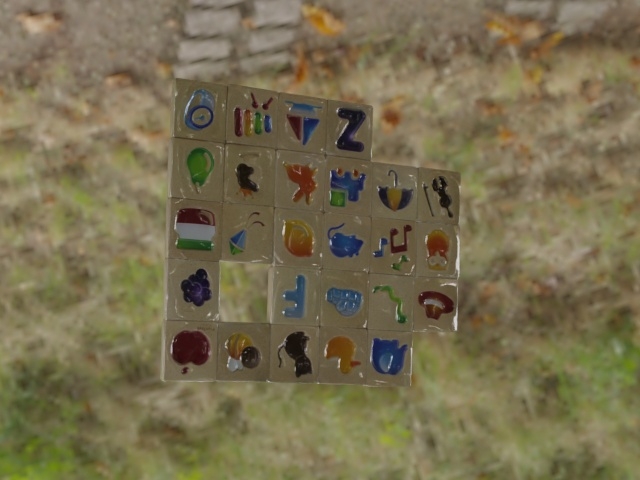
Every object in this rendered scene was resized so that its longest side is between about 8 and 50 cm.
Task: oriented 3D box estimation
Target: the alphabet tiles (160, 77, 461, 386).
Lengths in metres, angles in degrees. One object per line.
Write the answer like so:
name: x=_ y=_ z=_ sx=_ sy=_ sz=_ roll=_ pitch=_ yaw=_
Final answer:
alphabet tiles: x=0.000 y=0.000 z=1.056 sx=0.237 sy=0.198 sz=0.009 roll=5 pitch=174 yaw=-32
